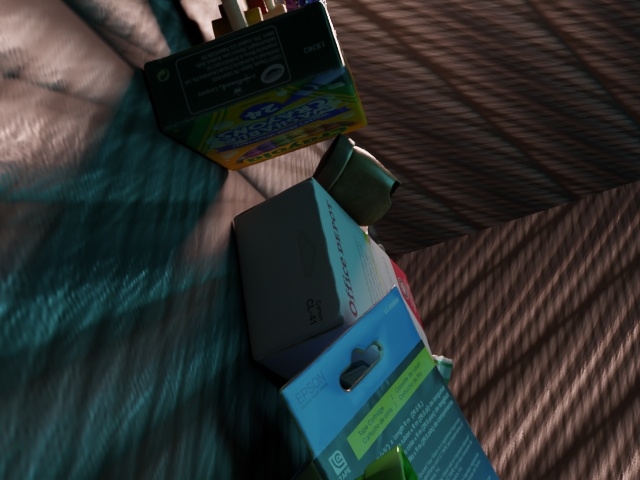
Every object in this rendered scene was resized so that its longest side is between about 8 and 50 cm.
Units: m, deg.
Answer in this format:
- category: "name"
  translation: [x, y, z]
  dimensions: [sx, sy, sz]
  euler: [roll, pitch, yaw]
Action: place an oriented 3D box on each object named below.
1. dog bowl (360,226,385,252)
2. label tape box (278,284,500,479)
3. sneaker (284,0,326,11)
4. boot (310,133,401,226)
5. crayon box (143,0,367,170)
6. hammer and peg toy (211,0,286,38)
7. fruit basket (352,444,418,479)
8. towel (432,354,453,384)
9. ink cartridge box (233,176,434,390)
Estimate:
- category: "dog bowl"
  translation: [0.095, 0.137, 1.576]
  dimensions: [0.349, 0.102, 0.348]
  euler: [-15, 90, -80]
- category: "label tape box"
  translation: [0.067, 0.251, 0.813]
  dimensions: [0.241, 0.106, 0.333]
  euler: [-35, 98, -51]
- category: "sneaker"
  translation: [-0.020, -0.362, 1.249]
  dimensions: [0.071, 0.068, 0.169]
  euler: [-36, 107, -79]
- category: "boot"
  translation: [0.015, -0.040, 1.124]
  dimensions: [0.112, 0.115, 0.305]
  euler: [-66, -170, -24]
- category: "crayon box"
  translation: [-0.057, -0.169, 0.952]
  dimensions: [0.323, 0.203, 0.083]
  euler: [19, 53, -81]
- category: "hammer and peg toy"
  translation: [-0.127, -0.370, 1.223]
  dimensions: [0.361, 0.127, 0.265]
  euler: [-100, 169, -64]
- category: "fruit basket"
  translation: [0.130, 0.343, 0.507]
  dimensions: [0.392, 0.392, 0.282]
  euler: [-95, 165, -59]
- category: "towel"
  translation: [0.241, 0.423, 1.767]
  dimensions: [0.248, 0.038, 0.324]
  euler: [37, 68, -73]
- category: "ink cartridge box"
  translation: [0.029, 0.094, 1.027]
  dimensions: [0.306, 0.131, 0.226]
  euler: [41, 28, -48]
